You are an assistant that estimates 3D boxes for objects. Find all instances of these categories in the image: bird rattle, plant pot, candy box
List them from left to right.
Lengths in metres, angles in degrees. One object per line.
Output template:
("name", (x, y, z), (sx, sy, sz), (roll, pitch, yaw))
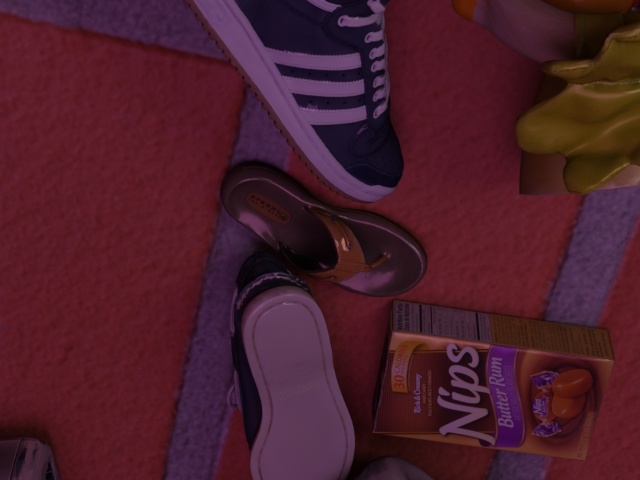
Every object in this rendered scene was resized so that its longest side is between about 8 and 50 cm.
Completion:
("candy box", (0.142, 0.119, 1.207), (0.186, 0.053, 0.109), (8, 121, -1))
("plant pot", (0.208, -0.089, 1.052), (0.134, 0.134, 0.095), (-6, 95, 6))
("bird rattle", (0.208, -0.167, 0.964), (0.207, 0.253, 0.143), (33, 148, 24))

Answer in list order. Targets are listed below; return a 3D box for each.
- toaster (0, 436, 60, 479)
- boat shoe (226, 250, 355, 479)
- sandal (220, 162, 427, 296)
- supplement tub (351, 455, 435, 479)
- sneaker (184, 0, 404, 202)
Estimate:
("toaster", (-0.305, 0.260, 1.265), (0.146, 0.129, 0.227), (-6, 117, 1))
("boat shoe", (-0.032, 0.124, 1.198), (0.095, 0.079, 0.255), (-17, 128, -6))
("sandal", (0.000, 0.000, 1.145), (0.180, 0.049, 0.072), (28, 117, -13))
("supplement tub", (0.012, 0.366, 1.219), (0.207, 0.207, 0.338), (42, 95, -20))
("sneaker", (0.027, -0.145, 1.005), (0.153, 0.099, 0.282), (-24, 131, 19))
